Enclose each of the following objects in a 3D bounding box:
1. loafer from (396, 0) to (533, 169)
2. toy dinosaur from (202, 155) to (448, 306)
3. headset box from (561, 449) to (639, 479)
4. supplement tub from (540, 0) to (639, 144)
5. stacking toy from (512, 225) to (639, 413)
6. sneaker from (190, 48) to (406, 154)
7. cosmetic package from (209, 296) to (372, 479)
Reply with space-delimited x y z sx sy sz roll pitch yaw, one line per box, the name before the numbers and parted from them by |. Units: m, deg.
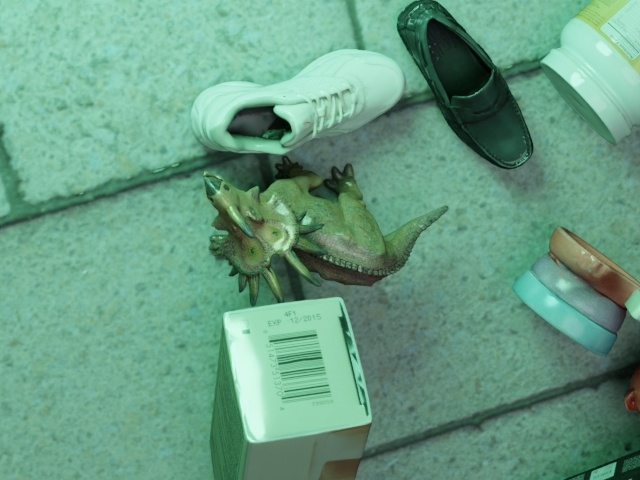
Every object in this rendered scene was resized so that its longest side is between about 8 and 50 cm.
loafer | 0.159 -0.161 1.667 0.076 0.078 0.223 -37 112 1
toy dinosaur | 0.000 0.000 1.617 0.295 0.200 0.127 9 106 -17
headset box | 0.402 0.401 1.830 0.218 0.110 0.293 -26 105 27
supplement tub | 0.349 -0.213 1.659 0.199 0.144 0.144 -43 112 3
stacking toy | 0.357 0.133 1.711 0.309 0.279 0.130 33 99 -18
sneaker | -0.014 -0.131 1.615 0.232 0.115 0.090 -18 111 -7
cosmetic package | -0.038 0.200 1.623 0.129 0.153 0.296 -7 150 -12
